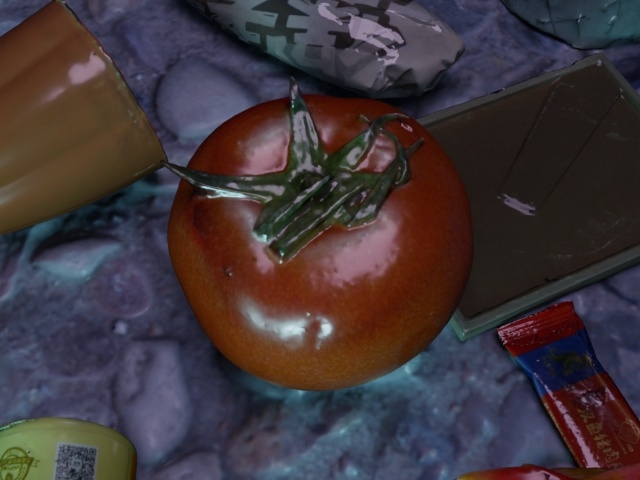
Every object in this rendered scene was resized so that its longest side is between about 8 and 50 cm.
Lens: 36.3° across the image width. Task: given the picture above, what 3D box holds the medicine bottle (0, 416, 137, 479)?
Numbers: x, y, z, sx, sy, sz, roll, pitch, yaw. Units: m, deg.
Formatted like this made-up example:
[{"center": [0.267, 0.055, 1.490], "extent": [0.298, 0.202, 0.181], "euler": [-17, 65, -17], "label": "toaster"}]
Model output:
[{"center": [-0.198, 0.256, 0.700], "extent": [0.124, 0.124, 0.239], "euler": [1, 57, -5], "label": "medicine bottle"}]

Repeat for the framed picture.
[{"center": [0.223, -0.059, 1.000], "extent": [0.335, 0.022, 0.247], "euler": [-21, 60, -18], "label": "framed picture"}]

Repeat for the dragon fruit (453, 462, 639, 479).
[{"center": [0.145, 0.315, 0.540], "extent": [0.371, 0.249, 0.386], "euler": [20, 93, 20], "label": "dragon fruit"}]

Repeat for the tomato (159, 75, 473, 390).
[{"center": [0.000, 0.000, 0.821], "extent": [0.255, 0.224, 0.256], "euler": [0, 59, -1], "label": "tomato"}]

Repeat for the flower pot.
[{"center": [-0.260, -0.099, 0.902], "extent": [0.173, 0.191, 0.190], "euler": [-37, 66, -13], "label": "flower pot"}]

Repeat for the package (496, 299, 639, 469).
[{"center": [0.236, 0.148, 0.865], "extent": [0.083, 0.022, 0.200], "euler": [-17, 61, -16], "label": "package"}]

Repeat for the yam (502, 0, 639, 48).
[{"center": [0.365, -0.404, 1.076], "extent": [0.241, 0.348, 0.241], "euler": [10, 50, -12], "label": "yam"}]

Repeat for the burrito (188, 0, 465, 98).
[{"center": [-0.055, -0.280, 1.077], "extent": [0.445, 0.101, 0.139], "euler": [32, 65, 13], "label": "burrito"}]
